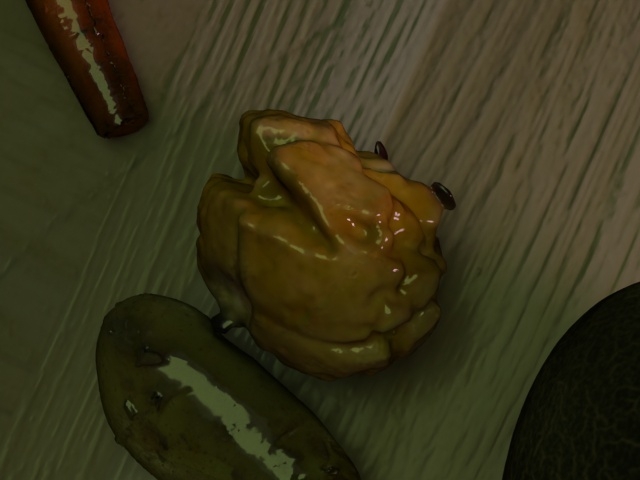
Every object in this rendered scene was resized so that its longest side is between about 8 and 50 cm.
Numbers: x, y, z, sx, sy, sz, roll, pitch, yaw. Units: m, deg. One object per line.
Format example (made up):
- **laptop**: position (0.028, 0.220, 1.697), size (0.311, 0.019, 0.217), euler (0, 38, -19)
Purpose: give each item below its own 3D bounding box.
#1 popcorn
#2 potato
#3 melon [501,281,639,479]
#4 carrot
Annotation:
- **popcorn**: position (0.000, 0.000, 1.040), size (0.152, 0.148, 0.167), euler (-34, 84, -20)
- **potato**: position (-0.056, 0.109, 1.055), size (0.188, 0.105, 0.085), euler (36, 45, 14)
- **melon**: position (0.205, 0.161, 0.913), size (0.238, 0.237, 0.301), euler (-9, 73, 10)
- **carrot**: position (-0.154, -0.140, 1.149), size (0.055, 0.055, 0.161), euler (-24, 82, 6)
